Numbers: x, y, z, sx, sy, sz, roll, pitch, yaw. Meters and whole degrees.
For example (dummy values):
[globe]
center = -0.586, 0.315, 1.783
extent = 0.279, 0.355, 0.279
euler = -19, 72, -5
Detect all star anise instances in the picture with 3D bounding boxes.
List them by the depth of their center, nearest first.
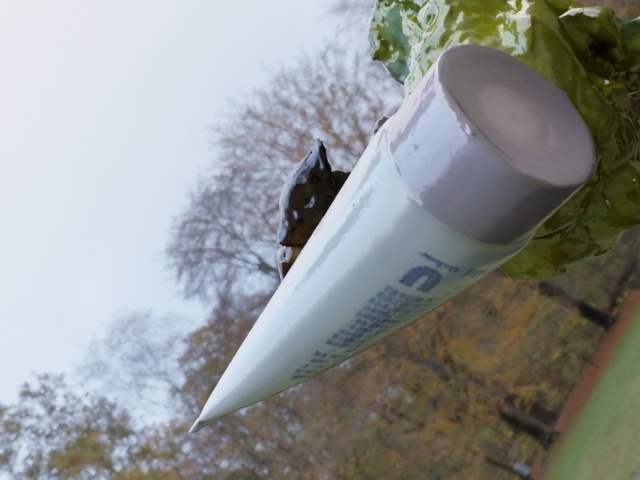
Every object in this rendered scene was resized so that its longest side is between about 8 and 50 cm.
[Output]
[star anise]
center = -0.004, -0.001, 0.707
extent = 0.157, 0.054, 0.212
euler = -70, -15, -65

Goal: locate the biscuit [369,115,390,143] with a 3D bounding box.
[biscuit]
center = 0.087, -0.065, 1.085
extent = 0.219, 0.055, 0.061
euler = 87, -154, -53

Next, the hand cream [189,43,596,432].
[hand cream]
center = 0.030, 0.016, 0.454
extent = 0.133, 0.083, 0.248
euler = -17, -25, -44

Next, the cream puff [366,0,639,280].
[cream puff]
center = 0.154, -0.112, 0.648
extent = 0.185, 0.281, 0.282
euler = -28, -8, 19

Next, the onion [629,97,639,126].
[onion]
center = 0.269, -0.158, 1.061
extent = 0.161, 0.248, 0.248
euler = -34, -29, -32
